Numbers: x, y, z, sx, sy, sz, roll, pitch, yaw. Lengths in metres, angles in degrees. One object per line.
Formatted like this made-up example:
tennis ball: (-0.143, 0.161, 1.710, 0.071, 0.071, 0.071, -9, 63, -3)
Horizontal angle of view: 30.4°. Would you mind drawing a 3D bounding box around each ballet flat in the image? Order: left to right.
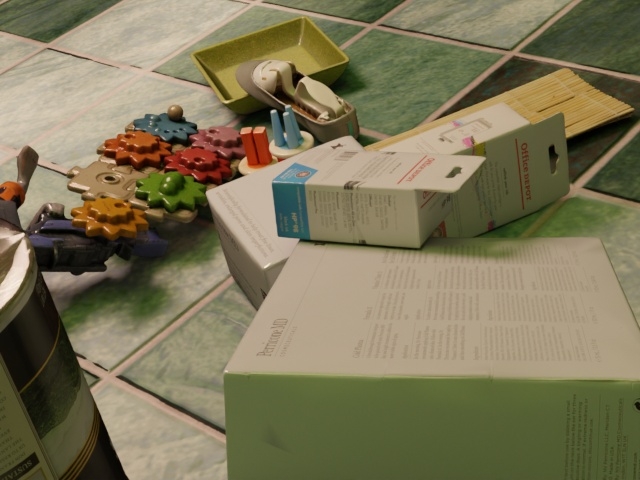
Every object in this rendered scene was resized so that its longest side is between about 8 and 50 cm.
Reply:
ballet flat: (-0.031, -0.197, 1.531, 0.072, 0.068, 0.213, -40, 59, -23)

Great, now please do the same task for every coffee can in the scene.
coffee can: (-0.272, 0.147, 0.907, 0.202, 0.275, 0.201, -9, 34, 6)

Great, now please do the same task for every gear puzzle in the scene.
gear puzzle: (-0.205, -0.087, 1.410, 0.176, 0.044, 0.339, 16, 29, 12)

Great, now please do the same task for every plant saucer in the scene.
plant saucer: (-0.072, -0.243, 1.677, 0.188, 0.045, 0.188, -20, 35, -11)

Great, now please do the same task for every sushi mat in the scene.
sushi mat: (0.209, -0.131, 1.449, 0.317, 0.019, 0.151, -22, 37, -12)

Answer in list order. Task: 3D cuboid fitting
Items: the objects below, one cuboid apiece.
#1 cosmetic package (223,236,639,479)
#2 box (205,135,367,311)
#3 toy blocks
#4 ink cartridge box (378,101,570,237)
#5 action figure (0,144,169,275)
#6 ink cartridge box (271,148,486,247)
cosmetic package: (0.098, 0.082, 0.941, 0.285, 0.097, 0.377, 3, 14, 7)
box: (0.000, 0.000, 1.245, 0.182, 0.119, 0.181, -22, 35, -13)
toy blocks: (-0.052, -0.097, 1.374, 0.054, 0.148, 0.123, -35, 40, -29)
ink cartridge box: (0.172, -0.074, 1.297, 0.198, 0.115, 0.067, -21, 35, -13)
action figure: (-0.365, 0.017, 1.362, 0.341, 0.178, 0.330, 6, 33, -26)
ink cartridge box: (0.058, -0.041, 1.105, 0.180, 0.060, 0.104, 5, 23, 23)
